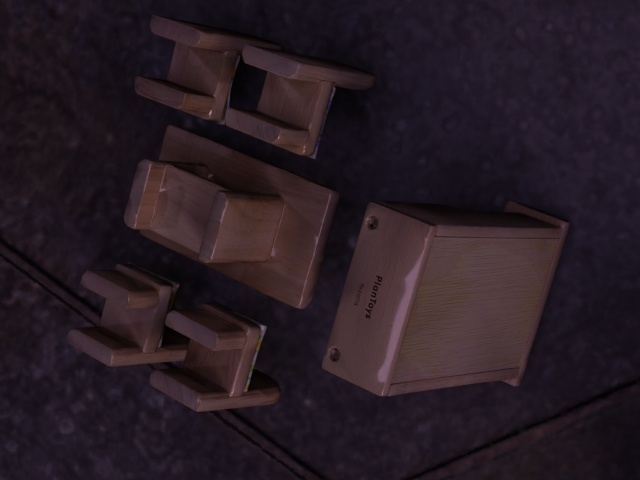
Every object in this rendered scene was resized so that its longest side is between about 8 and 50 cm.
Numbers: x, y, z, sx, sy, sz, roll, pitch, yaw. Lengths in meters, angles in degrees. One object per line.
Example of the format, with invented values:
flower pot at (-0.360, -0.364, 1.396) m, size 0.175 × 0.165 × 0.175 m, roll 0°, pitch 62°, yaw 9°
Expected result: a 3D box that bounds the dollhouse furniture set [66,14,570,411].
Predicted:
dollhouse furniture set at (0.000, 0.000, 0.920) m, size 0.242 × 0.161 × 0.212 m, roll 23°, pitch 103°, yaw 34°
